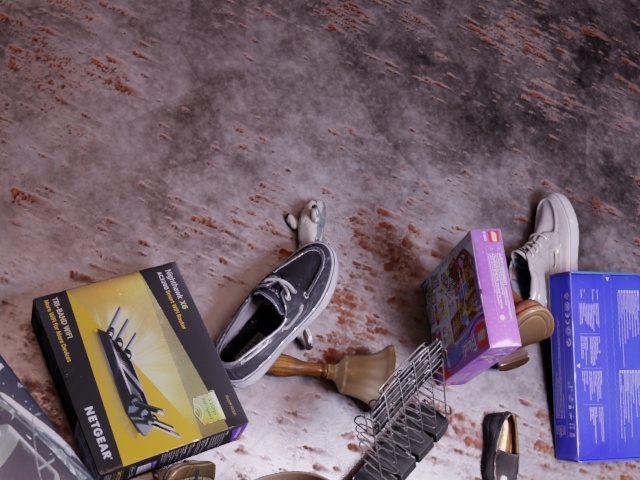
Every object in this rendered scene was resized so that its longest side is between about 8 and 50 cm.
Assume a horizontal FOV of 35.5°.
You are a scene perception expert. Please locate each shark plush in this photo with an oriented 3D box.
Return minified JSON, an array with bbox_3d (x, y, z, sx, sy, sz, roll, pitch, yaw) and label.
[{"bbox_3d":[0.000,0.000,1.815,0.067,0.073,0.161,7,58,-52],"label":"shark plush"}]

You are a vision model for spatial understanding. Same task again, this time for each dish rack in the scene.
[{"bbox_3d":[0.131,0.285,1.633,0.074,0.271,0.208,26,54,32],"label":"dish rack"}]

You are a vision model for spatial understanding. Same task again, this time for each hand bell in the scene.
[{"bbox_3d":[-0.002,0.222,1.711,0.242,0.126,0.126,10,66,-4],"label":"hand bell"}]

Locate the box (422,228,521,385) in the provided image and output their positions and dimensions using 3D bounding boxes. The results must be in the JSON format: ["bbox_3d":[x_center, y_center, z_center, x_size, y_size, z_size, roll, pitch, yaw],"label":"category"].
[{"bbox_3d":[0.254,0.123,1.726,0.057,0.293,0.200,-2,71,-12],"label":"box"}]

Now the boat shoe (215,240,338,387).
[{"bbox_3d":[-0.075,0.107,1.679,0.108,0.102,0.301,32,68,24],"label":"boat shoe"}]

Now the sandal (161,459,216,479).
[{"bbox_3d":[-0.206,0.367,1.528,0.049,0.180,0.072,12,78,21],"label":"sandal"}]

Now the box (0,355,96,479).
[{"bbox_3d":[-0.512,0.459,1.290,0.480,0.297,0.471,-36,84,-29],"label":"box"}]

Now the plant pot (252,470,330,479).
[{"bbox_3d":[-0.048,0.515,1.490,0.284,0.284,0.191,-46,125,-30],"label":"plant pot"}]

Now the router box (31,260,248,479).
[{"bbox_3d":[-0.287,0.204,1.566,0.243,0.081,0.308,-16,64,-27],"label":"router box"}]

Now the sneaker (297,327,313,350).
[{"bbox_3d":[-0.049,0.147,1.746,0.044,0.040,0.109,-28,76,-16],"label":"sneaker"}]

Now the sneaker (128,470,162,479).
[{"bbox_3d":[-0.262,0.381,1.544,0.186,0.069,0.083,30,66,-9],"label":"sneaker"}]

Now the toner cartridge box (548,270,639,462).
[{"bbox_3d":[0.522,0.235,1.872,0.165,0.075,0.347,3,82,-22],"label":"toner cartridge box"}]

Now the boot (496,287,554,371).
[{"bbox_3d":[0.322,0.095,1.781,0.109,0.283,0.220,-19,68,1],"label":"boot"}]

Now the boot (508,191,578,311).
[{"bbox_3d":[0.431,0.019,1.952,0.123,0.095,0.258,8,67,-26],"label":"boot"}]

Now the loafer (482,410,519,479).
[{"bbox_3d":[0.327,0.388,1.782,0.062,0.061,0.170,5,68,-21],"label":"loafer"}]
